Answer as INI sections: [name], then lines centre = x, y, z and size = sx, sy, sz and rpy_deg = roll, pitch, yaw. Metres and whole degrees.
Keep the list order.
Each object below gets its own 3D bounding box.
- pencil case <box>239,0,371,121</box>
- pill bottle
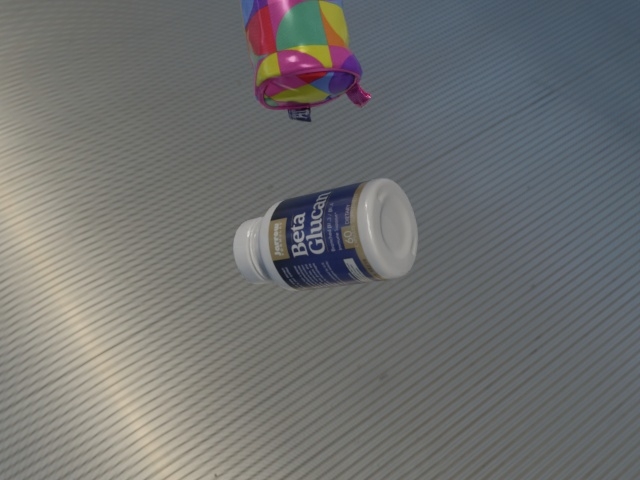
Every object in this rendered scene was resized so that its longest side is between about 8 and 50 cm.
[pencil case]
centre = -0.026, -0.227, 0.593
size = 0.105, 0.104, 0.236
rpy_deg = -9, 80, -8
[pill bottle]
centre = 0.000, 0.000, 0.655
size = 0.170, 0.094, 0.094
rpy_deg = -11, 48, 35
